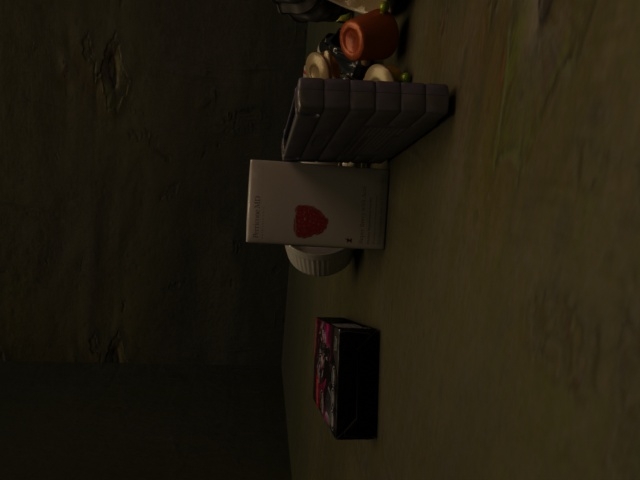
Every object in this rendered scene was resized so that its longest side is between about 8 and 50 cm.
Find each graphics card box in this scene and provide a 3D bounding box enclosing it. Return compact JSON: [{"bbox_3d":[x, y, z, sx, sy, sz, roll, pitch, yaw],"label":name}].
[{"bbox_3d":[0.050,0.314,1.165,0.371,0.094,0.232,155,119,-80],"label":"graphics card box"}]

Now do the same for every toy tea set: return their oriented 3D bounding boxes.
[{"bbox_3d":[0.079,-0.352,1.039,0.336,0.124,0.200,-11,103,59],"label":"toy tea set"}]

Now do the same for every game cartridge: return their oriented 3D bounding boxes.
[{"bbox_3d":[0.056,-0.199,0.842,0.355,0.230,0.068,163,102,-81],"label":"game cartridge"}]

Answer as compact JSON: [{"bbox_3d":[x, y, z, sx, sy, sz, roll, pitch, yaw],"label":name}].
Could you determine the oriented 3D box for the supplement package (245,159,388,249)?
[{"bbox_3d":[-0.015,-0.075,1.066,0.175,0.293,0.177,-162,75,-82],"label":"supplement package"}]

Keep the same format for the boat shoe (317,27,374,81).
[{"bbox_3d":[0.071,-0.493,1.241,0.340,0.127,0.113,-94,24,-51],"label":"boat shoe"}]

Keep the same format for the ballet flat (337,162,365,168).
[{"bbox_3d":[0.071,-0.177,1.196,0.086,0.086,0.248,-101,16,-60],"label":"ballet flat"}]

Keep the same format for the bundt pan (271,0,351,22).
[{"bbox_3d":[0.015,-0.705,1.186,0.124,0.331,0.330,39,133,40],"label":"bundt pan"}]

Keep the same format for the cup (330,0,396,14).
[{"bbox_3d":[0.048,-0.640,0.944,0.236,0.331,0.331,-64,14,12],"label":"cup"}]

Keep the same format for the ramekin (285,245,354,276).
[{"bbox_3d":[0.000,0.000,1.279,0.109,0.207,0.207,89,178,-46],"label":"ramekin"}]

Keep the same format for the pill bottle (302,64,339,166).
[{"bbox_3d":[0.017,-0.370,1.420,0.161,0.161,0.283,-101,17,-60],"label":"pill bottle"}]

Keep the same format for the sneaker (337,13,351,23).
[{"bbox_3d":[0.071,-0.793,1.502,0.094,0.082,0.208,156,118,-78],"label":"sneaker"}]
